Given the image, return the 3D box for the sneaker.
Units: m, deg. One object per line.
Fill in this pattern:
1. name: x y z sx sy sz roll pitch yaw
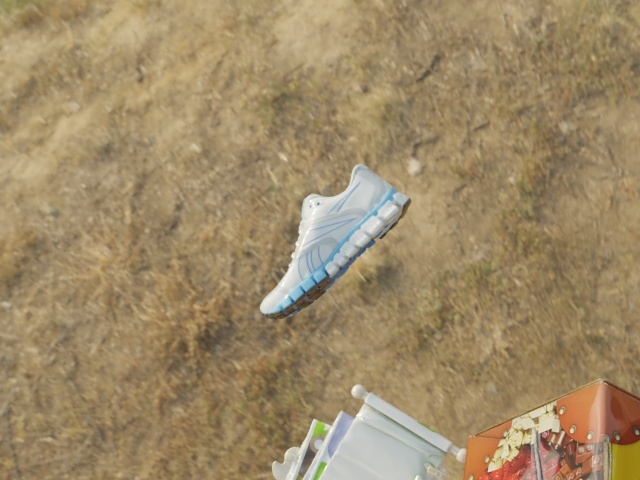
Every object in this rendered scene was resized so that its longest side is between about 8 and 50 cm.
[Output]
1. sneaker: 0.000 0.000 1.087 0.191 0.071 0.083 -44 79 3

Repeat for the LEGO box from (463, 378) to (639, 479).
1. LEGO box: 0.371 0.406 0.971 0.193 0.500 0.372 -39 31 49

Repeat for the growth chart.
1. growth chart: 0.030 0.280 1.176 0.172 0.021 0.237 36 94 12
